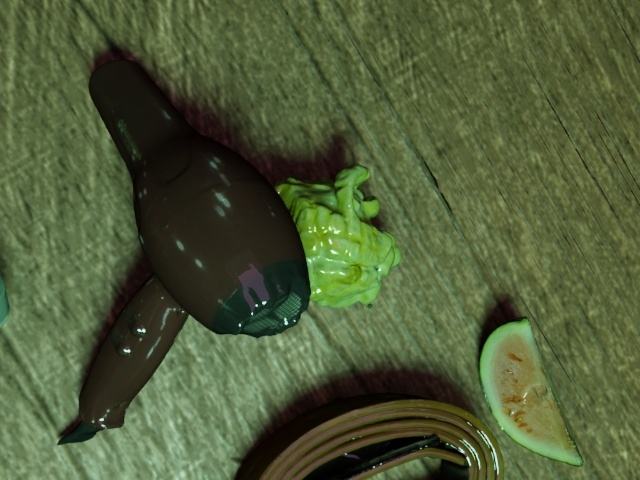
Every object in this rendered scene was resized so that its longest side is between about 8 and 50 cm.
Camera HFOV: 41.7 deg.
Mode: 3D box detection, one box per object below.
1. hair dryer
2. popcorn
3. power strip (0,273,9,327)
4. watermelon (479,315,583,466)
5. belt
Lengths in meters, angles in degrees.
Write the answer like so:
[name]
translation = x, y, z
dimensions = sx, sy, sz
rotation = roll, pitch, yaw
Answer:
[hair dryer]
translation = -0.179, 0.041, 0.780
dimensions = 0.312, 0.123, 0.340
rotation = 48, 113, 30
[popcorn]
translation = 0.000, 0.000, 0.809
dimensions = 0.141, 0.162, 0.135
rotation = 27, 49, 18
[power strip]
translation = -0.425, 0.048, 0.714
dimensions = 0.265, 0.059, 0.193
rotation = -28, 64, -32
[watermelon]
translation = 0.226, 0.151, 0.891
dimensions = 0.069, 0.087, 0.163
rotation = -24, 97, -42
[belt]
translation = 0.048, 0.249, 0.833
dimensions = 0.261, 0.105, 0.184
rotation = -20, 91, -14
